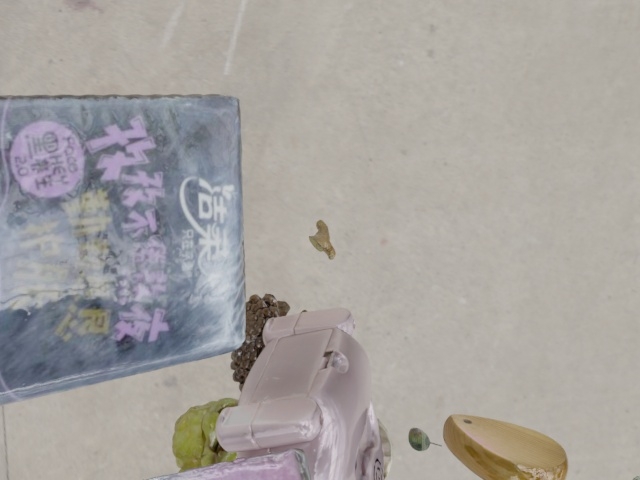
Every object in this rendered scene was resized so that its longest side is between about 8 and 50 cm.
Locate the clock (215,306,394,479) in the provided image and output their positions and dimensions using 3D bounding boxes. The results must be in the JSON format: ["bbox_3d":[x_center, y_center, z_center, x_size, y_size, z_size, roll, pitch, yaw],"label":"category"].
[{"bbox_3d":[-0.002,0.308,1.313,0.342,0.183,0.326,-56,136,-56],"label":"clock"}]

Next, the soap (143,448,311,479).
[{"bbox_3d":[-0.076,0.360,0.916,0.181,0.081,0.260,-8,68,-21],"label":"soap"}]

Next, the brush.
[{"bbox_3d":[0.355,0.461,1.783,0.174,0.266,0.166,-15,120,-51],"label":"brush"}]

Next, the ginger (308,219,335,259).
[{"bbox_3d":[-0.001,0.001,1.754,0.048,0.097,0.030,11,136,-33],"label":"ginger"}]

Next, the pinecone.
[{"bbox_3d":[-0.076,0.189,1.535,0.149,0.195,0.179,-2,64,11],"label":"pinecone"}]

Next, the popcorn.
[{"bbox_3d":[-0.170,0.412,1.764,0.256,0.255,0.195,22,60,2],"label":"popcorn"}]

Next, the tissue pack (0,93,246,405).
[{"bbox_3d":[-0.229,0.003,0.760,0.361,0.122,0.260,-10,105,-42],"label":"tissue pack"}]

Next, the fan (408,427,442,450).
[{"bbox_3d":[0.232,0.459,2.026,0.060,0.080,0.003,-42,163,-47],"label":"fan"}]

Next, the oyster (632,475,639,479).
[{"bbox_3d":[0.653,0.491,1.697,0.100,0.037,0.098,-8,75,-5],"label":"oyster"}]
